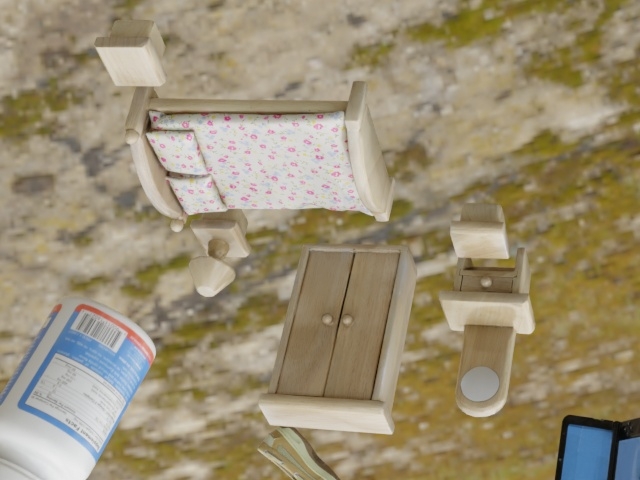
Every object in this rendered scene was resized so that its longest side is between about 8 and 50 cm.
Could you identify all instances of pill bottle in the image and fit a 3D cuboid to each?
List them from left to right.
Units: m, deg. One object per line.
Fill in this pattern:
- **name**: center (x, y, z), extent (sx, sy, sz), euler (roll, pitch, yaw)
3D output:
- **pill bottle**: center (-0.275, 0.180, 1.443), extent (0.124, 0.221, 0.124), euler (23, 154, 12)

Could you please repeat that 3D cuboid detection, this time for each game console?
- **game console**: center (0.351, 0.274, 1.699), extent (0.071, 0.122, 0.107), euler (18, 159, -19)

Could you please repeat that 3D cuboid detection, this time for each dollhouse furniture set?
- **dollhouse furniture set**: center (0.000, 0.000, 1.111), extent (0.303, 0.174, 0.355), euler (1, 147, 17)

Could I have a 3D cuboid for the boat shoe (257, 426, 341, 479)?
- **boat shoe**: center (-0.015, 0.351, 1.963), extent (0.072, 0.190, 0.068), euler (-39, 162, -15)
